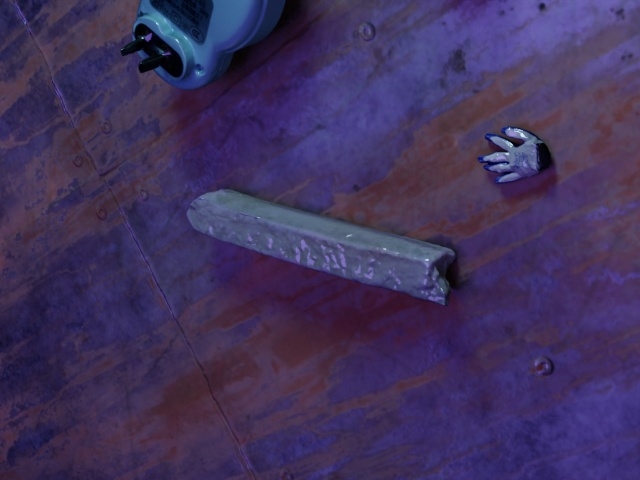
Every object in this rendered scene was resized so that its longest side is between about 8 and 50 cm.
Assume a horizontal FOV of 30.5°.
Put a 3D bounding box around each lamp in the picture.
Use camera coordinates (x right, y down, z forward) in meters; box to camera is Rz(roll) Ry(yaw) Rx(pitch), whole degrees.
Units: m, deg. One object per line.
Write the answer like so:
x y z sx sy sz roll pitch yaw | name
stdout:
-0.141 -0.315 1.450 0.209 0.147 0.284 43 115 20 | lamp

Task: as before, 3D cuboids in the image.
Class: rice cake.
-0.001 0.000 1.491 0.399 0.070 0.064 16 111 30 | rice cake

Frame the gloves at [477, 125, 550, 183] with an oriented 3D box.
0.219 -0.099 1.338 0.086 0.026 0.064 -10 96 41 | gloves
